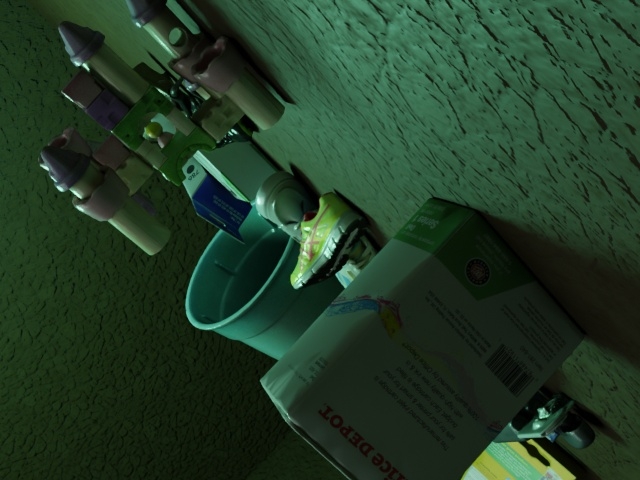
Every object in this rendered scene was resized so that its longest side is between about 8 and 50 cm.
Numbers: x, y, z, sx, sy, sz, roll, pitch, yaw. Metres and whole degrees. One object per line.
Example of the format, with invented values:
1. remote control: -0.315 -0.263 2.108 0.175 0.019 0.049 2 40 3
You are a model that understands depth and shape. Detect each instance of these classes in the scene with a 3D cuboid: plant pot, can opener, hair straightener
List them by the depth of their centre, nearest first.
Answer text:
1. can opener: 0.341 0.299 1.470 0.095 0.076 0.283 45 165 5
2. hair straightener: -0.244 -0.261 1.801 0.089 0.047 0.230 8 164 -3
3. plant pot: -0.056 0.124 2.051 0.334 0.341 0.341 37 178 -29

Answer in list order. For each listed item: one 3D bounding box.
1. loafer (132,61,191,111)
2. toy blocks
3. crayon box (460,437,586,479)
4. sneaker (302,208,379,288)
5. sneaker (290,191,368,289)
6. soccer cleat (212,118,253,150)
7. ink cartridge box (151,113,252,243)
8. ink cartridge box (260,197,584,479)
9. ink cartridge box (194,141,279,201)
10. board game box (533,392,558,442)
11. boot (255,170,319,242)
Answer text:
1. loafer: -0.312 -0.309 1.870 0.148 0.050 0.056 29 161 -22
2. toy blocks: -0.263 -0.187 1.245 0.260 0.288 0.309 42 179 -28
3. crayon box: 0.434 0.511 2.022 0.203 0.083 0.322 41 139 25
4. sneaker: 0.064 0.037 1.621 0.229 0.087 0.092 42 170 -13
5. sneaker: 0.000 0.000 1.530 0.094 0.082 0.208 53 134 19
6. soccer cleat: -0.167 -0.186 1.628 0.060 0.072 0.179 45 173 -22
7. ink cartridge box: -0.248 -0.148 2.027 0.165 0.065 0.332 36 -162 -49
8. ink cartridge box: 0.106 0.126 0.986 0.201 0.278 0.117 46 174 -21
9. ink cartridge box: -0.174 -0.157 1.826 0.153 0.087 0.208 45 175 -11
10. board game box: 0.341 0.266 1.633 0.201 0.035 0.136 42 174 19
11. boot: -0.020 -0.039 1.697 0.123 0.095 0.258 34 180 23
